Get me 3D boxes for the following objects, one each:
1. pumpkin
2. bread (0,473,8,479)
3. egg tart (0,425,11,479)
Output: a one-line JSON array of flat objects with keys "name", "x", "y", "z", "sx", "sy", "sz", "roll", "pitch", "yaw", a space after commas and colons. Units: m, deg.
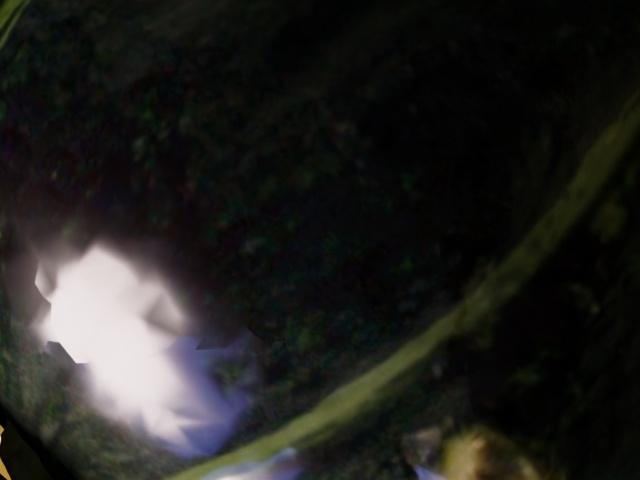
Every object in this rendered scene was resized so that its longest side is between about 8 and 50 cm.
[{"name": "pumpkin", "x": 0.000, "y": 0.000, "z": 0.591, "sx": 0.323, "sy": 0.241, "sz": 0.323, "roll": 42, "pitch": 172, "yaw": 7}, {"name": "bread", "x": -0.116, "y": 0.123, "z": 0.563, "sx": 0.213, "sy": 0.105, "sz": 0.213, "roll": 37, "pitch": 174, "yaw": 5}, {"name": "egg tart", "x": -0.121, "y": -0.028, "z": 0.917, "sx": 0.352, "sy": 0.150, "sz": 0.352, "roll": 29, "pitch": 134, "yaw": 35}]
